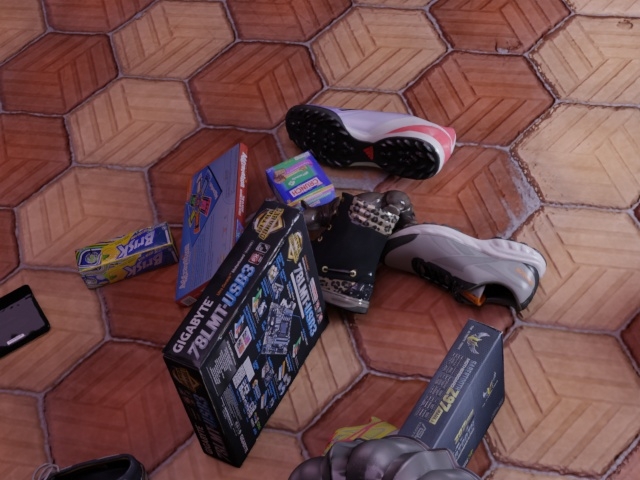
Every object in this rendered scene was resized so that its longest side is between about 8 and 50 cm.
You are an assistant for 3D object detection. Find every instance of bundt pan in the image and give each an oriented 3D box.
[{"bbox_3d":[0.057,0.390,1.313,0.331,0.124,0.330,-9,69,24],"label":"bundt pan"}]

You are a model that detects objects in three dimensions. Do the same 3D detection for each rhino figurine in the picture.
[{"bbox_3d":[0.045,-0.040,1.857,0.243,0.073,0.106,-4,22,9],"label":"rhino figurine"}]

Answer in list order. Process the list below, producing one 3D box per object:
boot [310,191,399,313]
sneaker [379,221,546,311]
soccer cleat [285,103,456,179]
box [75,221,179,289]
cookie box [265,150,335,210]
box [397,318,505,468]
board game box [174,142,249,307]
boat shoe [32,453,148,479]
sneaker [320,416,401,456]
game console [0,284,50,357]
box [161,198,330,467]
[{"bbox_3d":[0.001,0.001,1.780,0.236,0.085,0.178,24,94,21],"label":"boot"},{"bbox_3d":[0.217,0.045,1.743,0.272,0.100,0.108,10,59,19],"label":"sneaker"},{"bbox_3d":[0.089,-0.191,1.973,0.318,0.108,0.116,15,35,25],"label":"soccer cleat"},{"bbox_3d":[-0.335,0.027,1.895,0.169,0.059,0.054,-18,52,-3],"label":"box"},{"bbox_3d":[-0.036,-0.099,1.949,0.092,0.040,0.107,-25,51,-10],"label":"cookie box"},{"bbox_3d":[0.183,0.252,1.522,0.059,0.183,0.232,21,57,26],"label":"box"},{"bbox_3d":[-0.185,-0.030,1.884,0.145,0.027,0.281,-30,42,32],"label":"board game box"},{"bbox_3d":[-0.382,0.378,1.603,0.255,0.079,0.095,-15,50,0],"label":"boat shoe"},{"bbox_3d":[0.031,0.317,1.565,0.209,0.081,0.094,-19,39,-31],"label":"sneaker"},{"bbox_3d":[-0.538,0.142,1.875,0.122,0.071,0.107,-30,82,-12],"label":"game console"},{"bbox_3d":[-0.098,0.140,1.600,0.073,0.295,0.293,18,57,22],"label":"box"}]
